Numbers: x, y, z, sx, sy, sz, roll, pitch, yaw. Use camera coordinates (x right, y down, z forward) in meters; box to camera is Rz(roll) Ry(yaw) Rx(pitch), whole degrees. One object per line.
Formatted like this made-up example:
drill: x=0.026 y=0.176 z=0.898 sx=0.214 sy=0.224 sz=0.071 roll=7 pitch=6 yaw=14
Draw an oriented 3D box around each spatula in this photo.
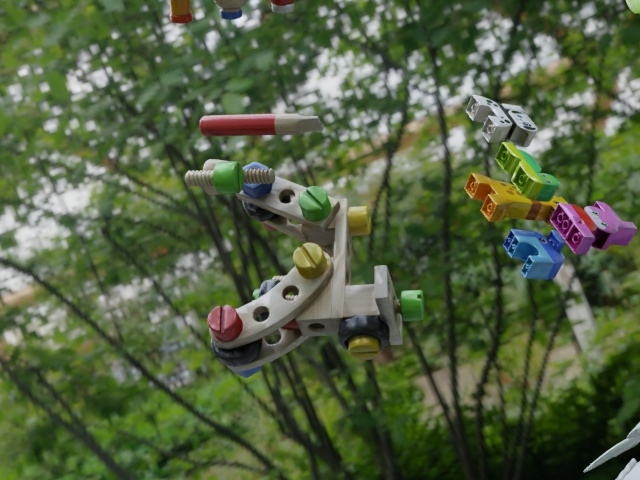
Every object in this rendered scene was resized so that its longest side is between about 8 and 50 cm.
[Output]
spatula: x=0.418 y=0.187 z=1.318 sx=0.242 sy=0.019 sz=0.168 roll=-15 pitch=-32 yaw=-41

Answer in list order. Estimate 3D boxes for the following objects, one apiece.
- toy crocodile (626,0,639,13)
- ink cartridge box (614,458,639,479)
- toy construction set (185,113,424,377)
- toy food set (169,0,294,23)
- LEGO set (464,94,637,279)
toy crocodile: x=0.506 y=-0.437 z=1.620 sx=0.115 sy=0.105 sz=0.340 roll=-18 pitch=-29 yaw=-7
ink cartridge box: x=0.523 y=0.388 z=1.313 sx=0.395 sy=0.166 sz=0.285 roll=11 pitch=1 yaw=22
toy construction set: x=0.000 y=0.000 z=1.314 sx=0.237 sy=0.308 sz=0.257 roll=-1 pitch=34 yaw=18
toy food set: x=-0.061 y=-0.307 z=1.273 sx=0.232 sy=0.104 sz=0.111 roll=-25 pitch=36 yaw=-37
LEGO set: x=0.208 y=-0.036 z=1.065 sx=0.093 sy=0.227 sz=0.087 roll=5 pitch=-54 yaw=-26
